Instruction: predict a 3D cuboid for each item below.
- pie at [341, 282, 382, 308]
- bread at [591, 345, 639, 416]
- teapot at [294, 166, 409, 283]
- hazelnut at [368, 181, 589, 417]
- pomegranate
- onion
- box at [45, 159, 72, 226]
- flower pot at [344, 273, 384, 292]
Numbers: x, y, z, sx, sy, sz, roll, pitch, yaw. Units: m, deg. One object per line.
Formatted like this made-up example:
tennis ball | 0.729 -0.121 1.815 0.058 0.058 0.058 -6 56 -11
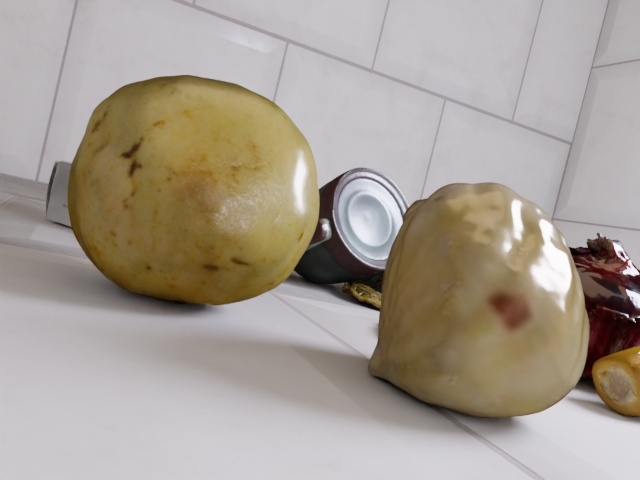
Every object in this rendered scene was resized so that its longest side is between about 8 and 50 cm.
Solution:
pie | 0.099 0.118 1.252 0.092 0.034 0.170 15 7 -28
bread | 0.477 0.169 0.797 0.239 0.074 0.092 -8 49 -21
teapot | 0.000 0.000 1.365 0.315 0.233 0.312 -10 -11 -38
hazelnut | 0.158 0.079 0.643 0.241 0.261 0.261 -18 0 4
pomegranate | -0.163 -0.068 0.795 0.332 0.332 0.332 14 2 -1
onion | 0.454 0.110 0.986 0.314 0.232 0.314 14 22 -6
box | -0.439 -0.075 1.352 0.333 0.145 0.173 16 1 27
flower pot | 0.178 0.053 1.490 0.140 0.235 0.235 38 -9 -26
